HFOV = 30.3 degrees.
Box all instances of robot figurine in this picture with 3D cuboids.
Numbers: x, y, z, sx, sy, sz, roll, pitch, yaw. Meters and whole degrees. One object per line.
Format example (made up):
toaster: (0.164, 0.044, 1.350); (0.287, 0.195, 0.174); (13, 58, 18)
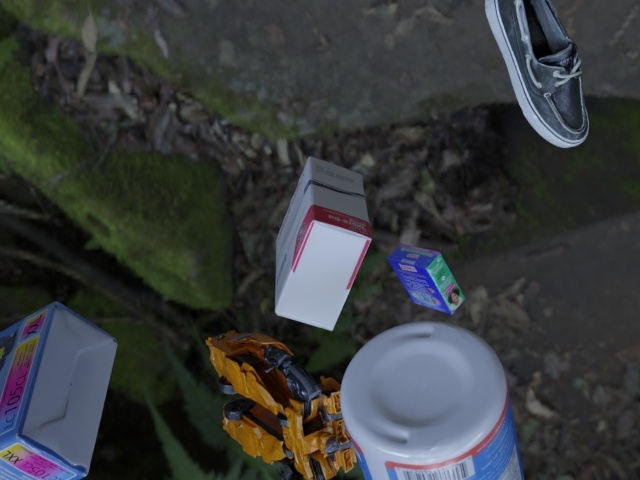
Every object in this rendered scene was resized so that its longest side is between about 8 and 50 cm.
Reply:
robot figurine: (-0.050, 0.216, 1.530); (0.085, 0.291, 0.211); (-20, 110, -28)

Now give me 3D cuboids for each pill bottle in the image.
pill bottle: (0.095, 0.174, 0.928); (0.124, 0.124, 0.221); (-15, 137, 2)

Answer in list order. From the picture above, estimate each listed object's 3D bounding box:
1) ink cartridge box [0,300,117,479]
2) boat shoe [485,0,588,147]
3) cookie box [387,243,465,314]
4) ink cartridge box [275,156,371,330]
ink cartridge box: (-0.534, 0.304, 1.923); (0.395, 0.270, 0.151); (-30, 127, 31)
boat shoe: (0.268, -0.207, 1.401); (0.078, 0.070, 0.219); (-38, 108, -23)
cookie box: (0.171, 0.061, 1.901); (0.040, 0.092, 0.107); (-48, 126, -22)
ink cartridge box: (0.000, 0.000, 1.852); (0.100, 0.237, 0.172); (17, 116, -11)
